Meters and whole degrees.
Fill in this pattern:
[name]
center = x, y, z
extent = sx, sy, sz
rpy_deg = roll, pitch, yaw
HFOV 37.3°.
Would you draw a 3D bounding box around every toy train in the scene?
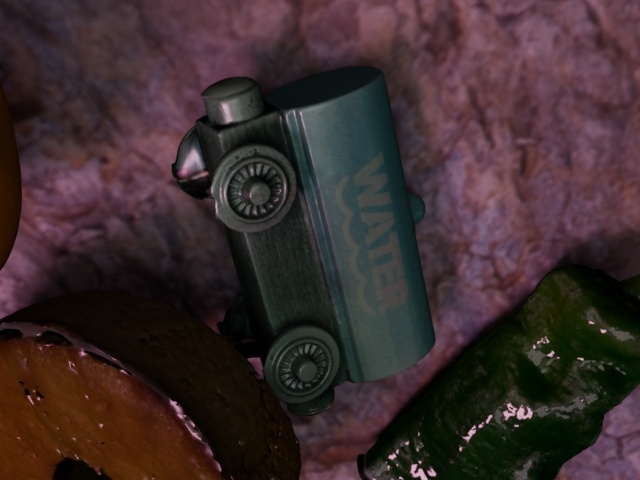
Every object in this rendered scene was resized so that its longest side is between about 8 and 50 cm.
[toy train]
center = 0.000, 0.000, 0.645
extent = 0.159, 0.101, 0.248
rpy_deg = -20, 116, -15

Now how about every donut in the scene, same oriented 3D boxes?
[donut]
center = -0.132, 0.145, 0.640
extent = 0.272, 0.107, 0.272
rpy_deg = 14, 121, 24

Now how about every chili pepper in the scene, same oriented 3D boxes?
[chili pepper]
center = 0.163, 0.115, 0.708
extent = 0.136, 0.099, 0.270
rpy_deg = 41, 111, 5

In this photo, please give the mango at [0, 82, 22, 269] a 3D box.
[mango]
center = -0.375, -0.074, 0.474
extent = 0.445, 0.232, 0.300
rpy_deg = 14, 83, -13
